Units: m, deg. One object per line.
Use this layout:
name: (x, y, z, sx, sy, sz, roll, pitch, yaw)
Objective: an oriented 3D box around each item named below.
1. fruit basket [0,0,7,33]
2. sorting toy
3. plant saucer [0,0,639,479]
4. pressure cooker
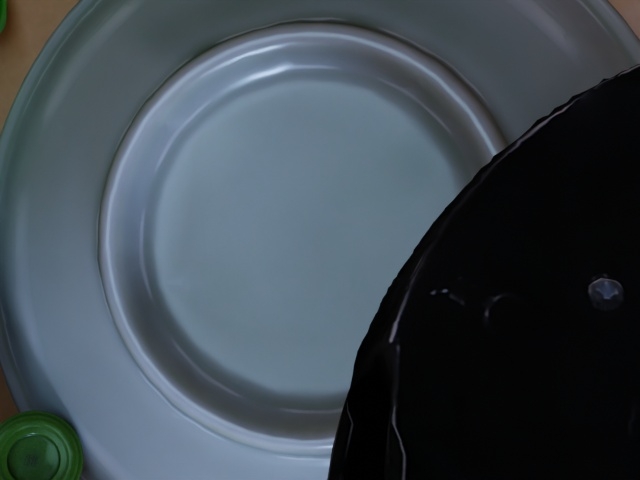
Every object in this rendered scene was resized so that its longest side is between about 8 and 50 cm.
fruit basket: (-0.256, -0.285, 0.666, 0.392, 0.283, 0.391, 2, 94, 25)
sorting toy: (-0.158, 0.142, 0.692, 0.061, 0.042, 0.101, 2, 79, -15)
plant saucer: (0.000, 0.000, 0.684, 0.401, 0.100, 0.400, 0, 88, 7)
pressure cooker: (0.197, 0.172, 0.485, 0.370, 0.420, 0.375, -8, 53, 0)
